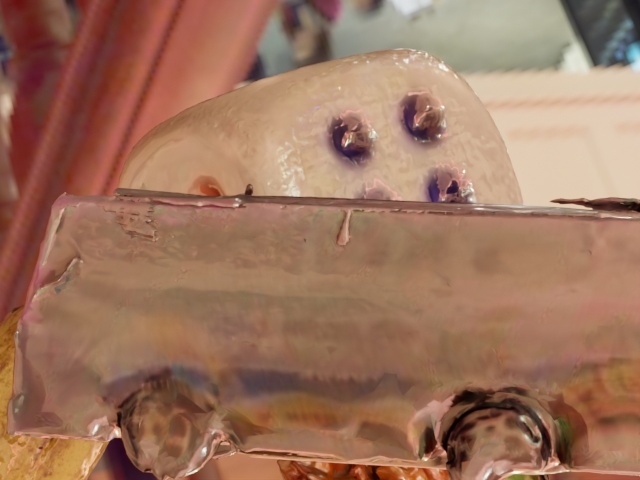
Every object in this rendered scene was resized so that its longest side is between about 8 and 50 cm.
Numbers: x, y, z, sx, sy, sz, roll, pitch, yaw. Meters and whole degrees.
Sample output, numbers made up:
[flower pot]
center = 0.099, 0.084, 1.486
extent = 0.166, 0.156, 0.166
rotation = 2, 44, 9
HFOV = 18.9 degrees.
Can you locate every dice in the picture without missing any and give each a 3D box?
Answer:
[dice]
center = 0.000, 0.000, 1.173
extent = 0.194, 0.193, 0.192
rotation = -14, 174, -35

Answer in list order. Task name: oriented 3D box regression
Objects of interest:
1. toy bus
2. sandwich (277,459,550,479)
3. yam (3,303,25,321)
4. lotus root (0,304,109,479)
[toy bus]
center = 0.017, 0.043, 0.880
extent = 0.317, 0.138, 0.112
rotation = 3, -178, 10
[sandwich]
center = 0.035, 0.236, 1.401
extent = 0.301, 0.250, 0.162
rotation = -37, -162, -32
[yam]
center = -0.213, 0.168, 1.433
extent = 0.061, 0.253, 0.061
rotation = -3, 158, -1
[lotus root]
center = -0.201, 0.144, 1.156
extent = 0.110, 0.097, 0.258
rotation = 32, 85, -21
